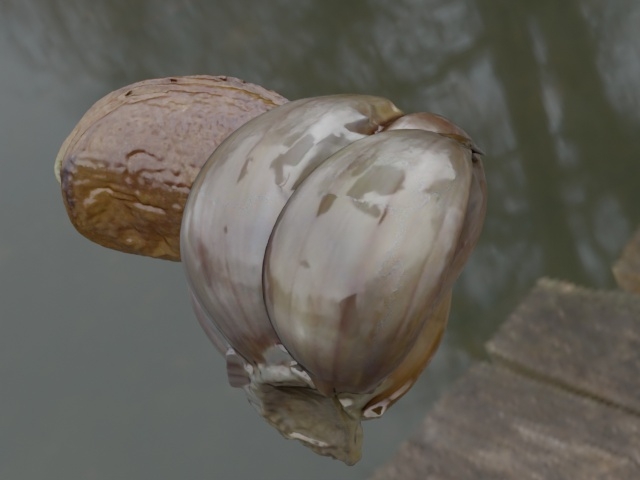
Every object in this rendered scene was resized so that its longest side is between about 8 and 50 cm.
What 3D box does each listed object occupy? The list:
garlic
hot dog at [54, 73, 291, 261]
[{"bbox_3d":[0.000,0.000,0.916,0.160,0.214,0.191,18,72,10],"label":"garlic"},{"bbox_3d":[-0.114,-0.055,1.621,0.272,0.196,0.122,6,32,19],"label":"hot dog"}]
